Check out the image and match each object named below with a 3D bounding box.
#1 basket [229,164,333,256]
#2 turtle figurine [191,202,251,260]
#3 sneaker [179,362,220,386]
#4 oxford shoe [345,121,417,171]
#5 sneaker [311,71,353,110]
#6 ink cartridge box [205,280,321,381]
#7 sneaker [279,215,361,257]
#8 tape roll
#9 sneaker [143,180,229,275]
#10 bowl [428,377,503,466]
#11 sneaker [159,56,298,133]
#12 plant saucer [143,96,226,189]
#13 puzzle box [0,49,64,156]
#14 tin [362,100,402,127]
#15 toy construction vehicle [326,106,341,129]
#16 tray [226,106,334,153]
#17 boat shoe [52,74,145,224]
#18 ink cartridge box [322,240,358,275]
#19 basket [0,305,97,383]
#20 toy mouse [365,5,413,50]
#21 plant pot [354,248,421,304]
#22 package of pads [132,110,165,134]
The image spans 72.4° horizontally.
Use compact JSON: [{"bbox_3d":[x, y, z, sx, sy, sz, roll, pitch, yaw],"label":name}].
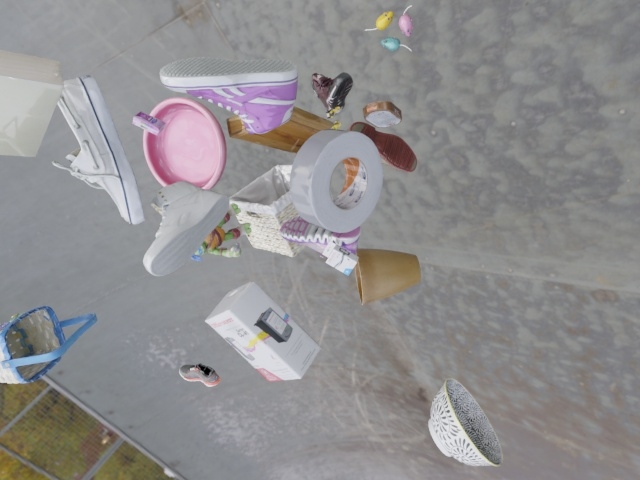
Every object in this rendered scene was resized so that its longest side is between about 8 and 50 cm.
[{"bbox_3d":[-0.153,-0.134,1.870,0.328,0.331,0.267,12,132,45],"label":"basket"},{"bbox_3d":[-0.342,-0.045,1.607,0.197,0.266,0.275,32,122,4],"label":"turtle figurine"},{"bbox_3d":[-0.392,0.417,1.414,0.157,0.061,0.065,6,120,24],"label":"sneaker"},{"bbox_3d":[0.250,-0.387,1.843,0.348,0.123,0.130,27,168,-19],"label":"oxford shoe"},{"bbox_3d":[0.025,-0.592,1.669,0.162,0.106,0.281,51,169,2],"label":"sneaker"},{"bbox_3d":[-0.183,0.293,1.371,0.306,0.131,0.226,45,145,-12],"label":"ink cartridge box"},{"bbox_3d":[0.000,0.000,1.180,0.236,0.095,0.105,8,136,24],"label":"sneaker"},{"bbox_3d":[0.039,-0.130,0.961,0.072,0.219,0.219,22,148,45],"label":"tape roll"},{"bbox_3d":[-0.390,-0.042,1.141,0.169,0.292,0.108,23,140,17],"label":"sneaker"},{"bbox_3d":[0.260,0.358,0.832,0.080,0.170,0.170,-40,101,19],"label":"bowl"},{"bbox_3d":[-0.189,-0.296,0.934,0.161,0.282,0.102,101,160,-43],"label":"sneaker"},{"bbox_3d":[-0.456,-0.320,1.510,0.332,0.084,0.332,6,106,20],"label":"plant saucer"},{"bbox_3d":[-0.660,-0.227,0.684,0.272,0.408,0.052,-25,75,44],"label":"puzzle box"},{"bbox_3d":[0.217,-0.436,1.524,0.106,0.189,0.040,-6,86,30],"label":"tin"},{"bbox_3d":[0.051,-0.401,1.474,0.035,0.098,0.086,-3,117,25],"label":"toy construction vehicle"},{"bbox_3d":[-0.125,-0.404,1.600,0.202,0.411,0.076,-13,86,30],"label":"tray"},{"bbox_3d":[-0.555,-0.196,1.055,0.136,0.156,0.367,23,131,60],"label":"boat shoe"},{"bbox_3d":[0.047,0.044,1.084,0.083,0.028,0.048,30,121,1],"label":"ink cartridge box"},{"bbox_3d":[-0.883,0.320,1.364,0.255,0.288,0.201,-92,-8,-75],"label":"basket"},{"bbox_3d":[0.235,-0.640,1.351,0.161,0.031,0.143,-28,107,39],"label":"toy mouse"},{"bbox_3d":[0.280,0.137,1.829,0.254,0.237,0.237,-7,142,-1],"label":"plant pot"},{"bbox_3d":[-0.521,-0.357,1.331,0.083,0.050,0.032,25,127,-9],"label":"package of pads"}]
